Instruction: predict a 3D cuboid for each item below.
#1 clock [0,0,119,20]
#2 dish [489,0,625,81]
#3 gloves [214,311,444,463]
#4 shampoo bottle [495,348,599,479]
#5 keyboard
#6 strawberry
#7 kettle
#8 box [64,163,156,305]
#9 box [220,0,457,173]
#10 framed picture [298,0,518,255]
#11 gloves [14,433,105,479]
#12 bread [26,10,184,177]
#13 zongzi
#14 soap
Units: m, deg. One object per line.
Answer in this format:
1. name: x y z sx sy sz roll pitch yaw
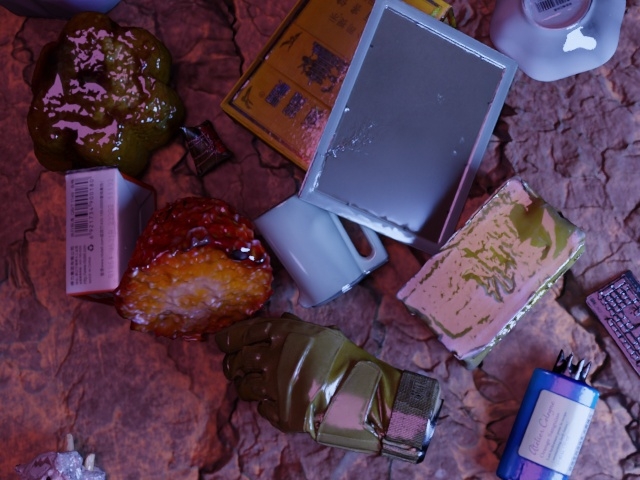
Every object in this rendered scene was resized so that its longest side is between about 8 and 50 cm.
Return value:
1. clock: -0.419 -0.516 1.500 0.338 0.102 0.339 -3 78 14
2. dish: 0.322 -0.316 1.284 0.190 0.066 0.191 -3 79 14
3. gloves: -0.002 0.186 1.237 0.331 0.141 0.154 19 86 17
4. shampoo bottle: 0.294 0.230 1.198 0.087 0.050 0.183 20 85 20
5. keyboard: 0.424 0.135 1.200 0.074 0.015 0.197 -34 74 6
6. strawberry: -0.179 0.015 1.292 0.233 0.234 0.178 -23 55 10
7. kettle: -0.004 0.002 1.283 0.126 0.098 0.148 -35 95 -31
8. box: -0.303 -0.003 1.357 0.099 0.133 0.182 -6 80 13
9. box: 0.026 -0.247 1.339 0.192 0.084 0.301 37 91 18
10. framed picture: 0.120 -0.151 1.267 0.232 0.019 0.296 23 87 -20
11. gloves: -0.366 0.356 1.331 0.110 0.094 0.144 -28 82 20
12. bread: -0.317 -0.217 1.400 0.232 0.135 0.247 11 80 3
13. zongzi: -0.178 -0.146 1.382 0.067 0.073 0.083 -29 72 27
14. soap: 0.225 0.042 1.239 0.233 0.076 0.135 -47 71 4
